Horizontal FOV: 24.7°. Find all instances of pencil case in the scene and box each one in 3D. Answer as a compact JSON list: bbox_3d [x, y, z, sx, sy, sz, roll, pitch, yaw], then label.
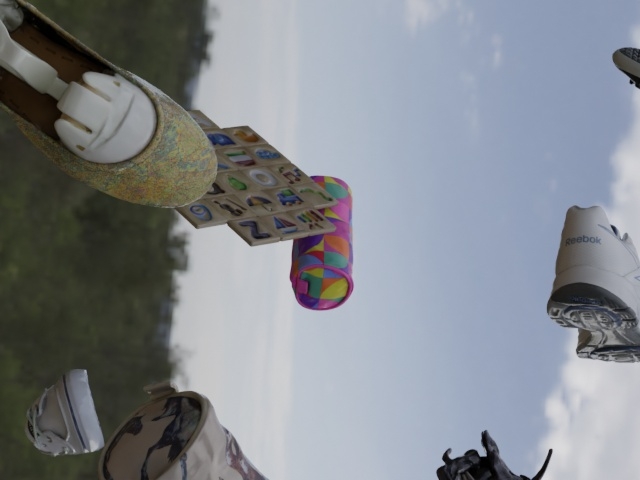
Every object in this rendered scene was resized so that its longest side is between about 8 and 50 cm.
[{"bbox_3d":[0.000,0.000,2.230,0.236,0.104,0.104,-92,-169,-51],"label":"pencil case"},{"bbox_3d":[-0.088,0.353,1.760,0.160,0.410,0.183,-31,-154,22],"label":"pencil case"}]

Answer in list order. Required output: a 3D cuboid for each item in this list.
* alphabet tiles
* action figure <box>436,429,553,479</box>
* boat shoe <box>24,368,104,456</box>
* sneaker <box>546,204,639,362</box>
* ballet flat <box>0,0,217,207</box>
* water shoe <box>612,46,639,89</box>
[{"bbox_3d":[-0.145,-0.099,2.177,0.342,0.285,0.011,41,-56,32],"label":"alphabet tiles"},{"bbox_3d":[0.112,0.291,1.445,0.141,0.275,0.164,-102,176,-56],"label":"action figure"},{"bbox_3d":[-0.274,0.197,1.545,0.226,0.075,0.083,110,-36,-68],"label":"boat shoe"},{"bbox_3d":[0.325,0.056,1.602,0.297,0.111,0.129,48,44,-62],"label":"sneaker"},{"bbox_3d":[-0.256,-0.148,1.398,0.123,0.348,0.123,-54,175,-7],"label":"ballet flat"},{"bbox_3d":[0.461,-0.177,1.916,0.080,0.203,0.073,-63,170,31],"label":"water shoe"}]
